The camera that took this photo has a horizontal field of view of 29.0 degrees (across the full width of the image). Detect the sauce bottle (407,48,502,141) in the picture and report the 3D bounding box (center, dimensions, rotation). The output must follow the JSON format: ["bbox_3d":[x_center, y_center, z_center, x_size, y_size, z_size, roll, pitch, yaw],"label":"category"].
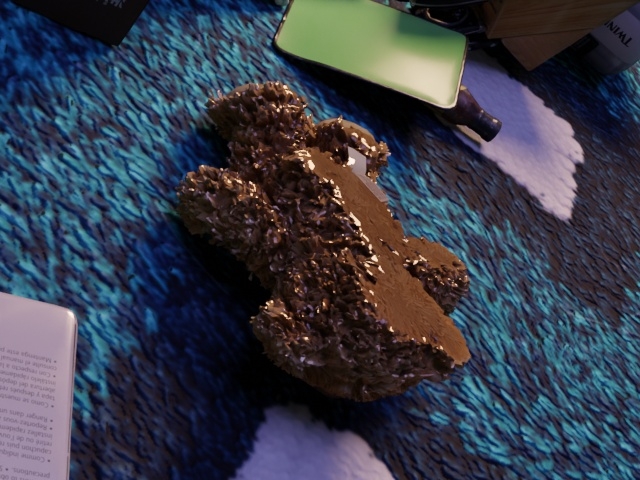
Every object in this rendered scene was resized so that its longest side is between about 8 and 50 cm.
[{"bbox_3d":[0.130,-0.147,1.276,0.128,0.042,0.042,35,38,-15],"label":"sauce bottle"}]

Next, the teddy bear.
[{"bbox_3d":[0.000,0.000,0.978,0.245,0.113,0.338,10,40,-46],"label":"teddy bear"}]

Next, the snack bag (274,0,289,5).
[{"bbox_3d":[-0.088,-0.430,1.165,0.037,0.342,0.323,-17,59,0],"label":"snack bag"}]

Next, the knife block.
[{"bbox_3d":[0.224,-0.296,1.340,0.242,0.275,0.088,31,33,-56],"label":"knife block"}]

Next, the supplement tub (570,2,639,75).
[{"bbox_3d":[0.308,-0.372,1.529,0.316,0.193,0.193,40,37,-4],"label":"supplement tub"}]

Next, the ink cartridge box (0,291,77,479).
[{"bbox_3d":[-0.273,0.116,0.605,0.296,0.066,0.261,16,44,-24],"label":"ink cartridge box"}]

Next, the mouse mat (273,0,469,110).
[{"bbox_3d":[0.054,-0.199,1.236,0.189,0.007,0.153,19,40,-1],"label":"mouse mat"}]

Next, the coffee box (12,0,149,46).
[{"bbox_3d":[-0.177,-0.305,1.060,0.098,0.141,0.246,23,43,-25],"label":"coffee box"}]
